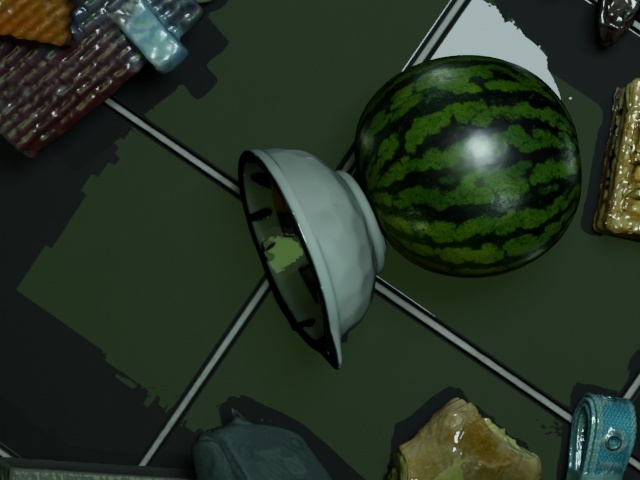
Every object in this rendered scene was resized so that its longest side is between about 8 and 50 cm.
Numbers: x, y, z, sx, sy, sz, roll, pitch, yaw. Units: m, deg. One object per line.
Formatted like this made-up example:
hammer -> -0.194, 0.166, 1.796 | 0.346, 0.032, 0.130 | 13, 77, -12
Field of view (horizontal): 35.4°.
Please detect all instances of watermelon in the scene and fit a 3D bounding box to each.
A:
watermelon -> 0.185, -0.089, 1.258 | 0.285, 0.285, 0.285 | 0, 90, 3

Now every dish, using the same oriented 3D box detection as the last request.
dish -> 0.000, 0.000, 1.290 | 0.120, 0.303, 0.303 | -22, 89, -15

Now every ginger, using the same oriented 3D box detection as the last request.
ginger -> 0.186, 0.350, 1.337 | 0.221, 0.130, 0.275 | 1, 100, -13

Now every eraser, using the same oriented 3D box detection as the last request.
eraser -> -0.296, 0.370, 1.386 | 0.353, 0.077, 0.111 | 3, 88, 3

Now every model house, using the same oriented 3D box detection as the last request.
model house -> -0.369, -0.292, 1.283 | 0.360, 0.297, 0.339 | -39, 92, 2

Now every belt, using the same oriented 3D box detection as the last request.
belt -> 0.362, 0.356, 1.349 | 0.072, 0.087, 0.302 | 10, 91, -10

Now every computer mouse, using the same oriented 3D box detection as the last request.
computer mouse -> -0.043, 0.371, 1.273 | 0.122, 0.188, 0.371 | -53, 53, 24

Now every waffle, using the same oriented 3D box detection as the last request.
waffle -> 0.538, -0.090, 1.332 | 0.308, 0.091, 0.212 | 10, 90, 3

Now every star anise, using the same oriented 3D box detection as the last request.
star anise -> 0.397, -0.369, 1.336 | 0.220, 0.099, 0.214 | 6, 81, 3

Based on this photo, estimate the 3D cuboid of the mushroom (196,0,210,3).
mushroom -> -0.170, -0.369, 1.372 | 0.085, 0.079, 0.085 | 0, 91, 6
